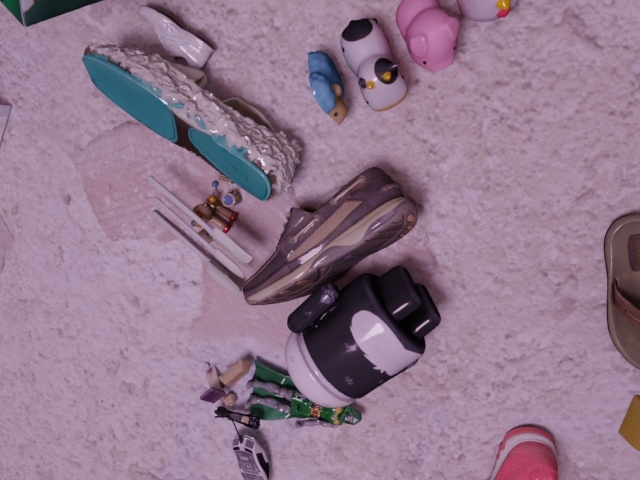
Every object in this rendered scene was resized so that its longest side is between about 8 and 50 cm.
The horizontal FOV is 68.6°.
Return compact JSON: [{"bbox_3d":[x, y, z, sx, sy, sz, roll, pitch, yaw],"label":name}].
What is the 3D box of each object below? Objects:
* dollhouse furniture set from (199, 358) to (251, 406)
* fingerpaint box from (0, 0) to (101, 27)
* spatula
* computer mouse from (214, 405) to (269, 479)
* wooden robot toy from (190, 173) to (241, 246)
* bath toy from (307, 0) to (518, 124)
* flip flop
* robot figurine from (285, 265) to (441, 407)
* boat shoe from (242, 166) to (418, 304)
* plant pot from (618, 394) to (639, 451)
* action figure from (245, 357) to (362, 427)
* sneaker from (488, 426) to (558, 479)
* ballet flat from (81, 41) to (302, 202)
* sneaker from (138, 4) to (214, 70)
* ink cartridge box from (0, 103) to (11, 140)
[{"bbox_3d":[-0.185,0.269,0.965,0.114,0.091,0.081,-41,47,10],"label":"dollhouse furniture set"},{"bbox_3d":[-0.394,-0.568,0.647,0.445,0.371,0.163,47,147,-3],"label":"fingerpaint box"},{"bbox_3d":[-0.232,-0.005,0.871,0.242,0.019,0.168,39,149,6],"label":"spatula"},{"bbox_3d":[-0.150,0.429,0.976,0.106,0.042,0.193,-4,110,28],"label":"computer mouse"},{"bbox_3d":[-0.200,-0.054,0.871,0.076,0.079,0.173,33,107,4],"label":"wooden robot toy"},{"bbox_3d":[0.145,-0.314,0.718,0.348,0.129,0.151,-28,95,15],"label":"bath toy"},{"bbox_3d":[0.525,0.095,0.748,0.112,0.080,0.277,-11,99,14],"label":"flip flop"},{"bbox_3d":[0.067,0.167,0.817,0.278,0.173,0.209,-41,81,17],"label":"robot figurine"},{"bbox_3d":[0.000,0.000,0.833,0.355,0.132,0.130,-32,68,21],"label":"boat shoe"},{"bbox_3d":[0.572,0.326,0.786,0.081,0.083,0.081,15,104,8],"label":"plant pot"},{"bbox_3d":[-0.032,0.322,0.925,0.232,0.063,0.137,8,110,11],"label":"action figure"},{"bbox_3d":[0.336,0.496,0.845,0.116,0.136,0.314,18,105,9],"label":"sneaker"},{"bbox_3d":[-0.208,-0.219,0.822,0.409,0.147,0.147,36,107,0],"label":"ballet flat"},{"bbox_3d":[-0.265,-0.360,0.833,0.152,0.054,0.061,36,109,2],"label":"sneaker"},{"bbox_3d":[-0.729,-0.158,0.859,0.060,0.275,0.239,27,105,5],"label":"ink cartridge box"}]
